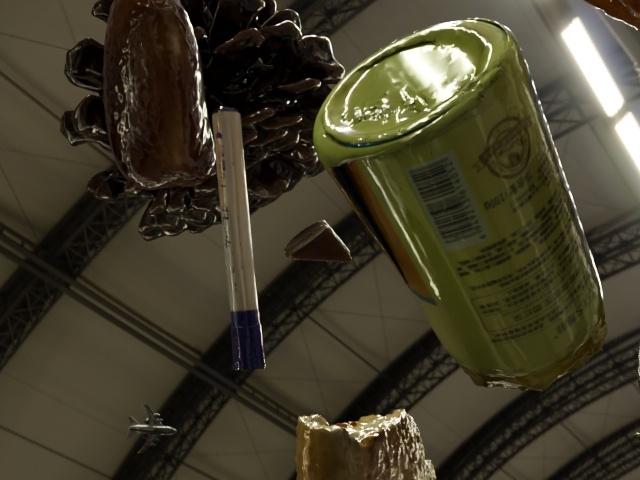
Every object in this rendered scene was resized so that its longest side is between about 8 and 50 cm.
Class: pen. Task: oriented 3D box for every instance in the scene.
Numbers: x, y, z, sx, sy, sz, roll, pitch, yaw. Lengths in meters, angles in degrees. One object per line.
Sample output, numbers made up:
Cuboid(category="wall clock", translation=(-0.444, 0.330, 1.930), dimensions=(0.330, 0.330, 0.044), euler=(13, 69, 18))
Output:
Cuboid(category="pen", translation=(-0.083, -0.002, 0.671), dimensions=(0.033, 0.033, 0.268), euler=(-3, -94, -27))

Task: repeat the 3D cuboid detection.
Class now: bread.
Cuboid(category="bread", translation=(0.000, 0.000, 1.025), dimensions=(0.109, 0.043, 0.062), euler=(1, -61, -19))

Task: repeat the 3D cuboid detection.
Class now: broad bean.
Cuboid(category="broad bean", translation=(-0.134, -0.126, 0.537), dimensions=(0.085, 0.114, 0.165), euler=(-15, -64, -37))

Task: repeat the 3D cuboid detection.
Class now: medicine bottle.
Cuboid(category="medicine bottle", translation=(0.099, -0.008, 0.415), dimensions=(0.124, 0.124, 0.238), euler=(-40, -55, -10))

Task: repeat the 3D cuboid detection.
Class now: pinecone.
Cuboid(category="pinecone", translation=(-0.174, -0.189, 0.928), dimensions=(0.398, 0.398, 0.397), euler=(-10, -67, -25))

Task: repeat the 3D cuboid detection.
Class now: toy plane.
Cuboid(category="toy plane", translation=(-0.281, 0.315, 1.100), dimensions=(0.083, 0.031, 0.078), euler=(4, -100, -3))

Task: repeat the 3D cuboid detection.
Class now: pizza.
Cuboid(category="pizza", translation=(0.045, 0.200, 0.447), dimensions=(0.271, 0.056, 0.134), euler=(59, -141, -41))

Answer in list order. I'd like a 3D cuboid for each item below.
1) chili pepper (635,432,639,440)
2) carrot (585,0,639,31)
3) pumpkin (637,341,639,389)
Cuboid(category="chili pepper", translation=(0.530, 0.310, 1.023), dimensions=(0.027, 0.083, 0.022), euler=(41, -121, -21))
Cuboid(category="carrot", translation=(0.185, -0.092, 0.286), dimensions=(0.257, 0.061, 0.061), euler=(16, -79, -4))
Cuboid(category="pumpkin", translation=(0.581, 0.179, 0.851), dimensions=(0.303, 0.256, 0.225), euler=(-23, -69, 27))
